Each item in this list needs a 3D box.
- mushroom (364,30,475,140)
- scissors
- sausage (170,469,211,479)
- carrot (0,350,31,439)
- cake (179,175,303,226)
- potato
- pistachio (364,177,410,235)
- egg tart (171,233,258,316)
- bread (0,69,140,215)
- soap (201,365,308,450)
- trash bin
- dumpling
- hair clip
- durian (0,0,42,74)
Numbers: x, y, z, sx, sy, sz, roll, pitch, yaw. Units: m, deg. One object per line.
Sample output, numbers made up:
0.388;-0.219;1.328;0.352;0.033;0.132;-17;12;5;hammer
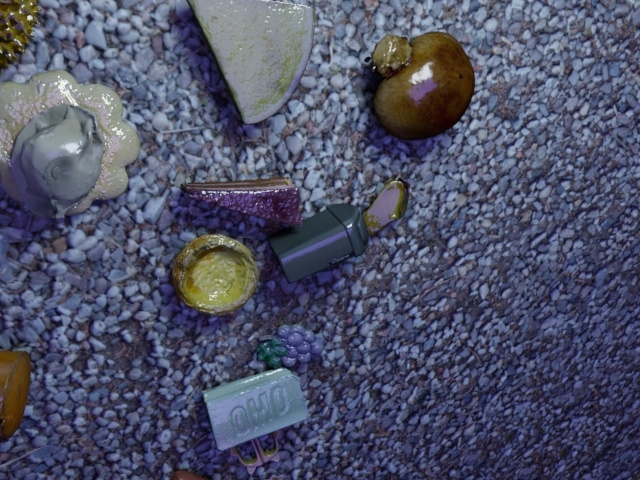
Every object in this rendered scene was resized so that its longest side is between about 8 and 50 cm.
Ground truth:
0.235;-0.364;1.210;0.283;0.195;0.263;22;105;-24;mushroom
-0.203;0.522;1.453;0.160;0.024;0.317;-20;111;-11;scissors
-0.346;0.692;1.440;0.154;0.062;0.062;36;94;-25;sausage
-0.784;0.323;1.105;0.254;0.196;0.196;9;105;-15;carrot
-0.173;-0.108;1.202;0.295;0.116;0.113;8;101;-24;cake
-0.160;-0.387;1.115;0.269;0.112;0.255;0;112;-16;potato
0.180;-0.087;1.364;0.089;0.049;0.173;35;96;-1;pistachio
-0.255;0.079;1.248;0.212;0.090;0.212;-6;112;-16;egg tart
-0.542;-0.199;1.077;0.316;0.054;0.316;-6;108;-18;bread
-0.173;0.447;1.384;0.261;0.094;0.150;-14;106;-18;soap
0.000;0.000;1.263;0.236;0.177;0.101;-25;115;-6;trash bin
-0.528;-0.162;1.010;0.172;0.142;0.247;35;102;9;dumpling
-0.085;0.284;1.408;0.195;0.052;0.124;-16;103;-5;hair clip
-0.620;-0.399;0.932;0.154;0.186;0.260;24;112;-18;durian
